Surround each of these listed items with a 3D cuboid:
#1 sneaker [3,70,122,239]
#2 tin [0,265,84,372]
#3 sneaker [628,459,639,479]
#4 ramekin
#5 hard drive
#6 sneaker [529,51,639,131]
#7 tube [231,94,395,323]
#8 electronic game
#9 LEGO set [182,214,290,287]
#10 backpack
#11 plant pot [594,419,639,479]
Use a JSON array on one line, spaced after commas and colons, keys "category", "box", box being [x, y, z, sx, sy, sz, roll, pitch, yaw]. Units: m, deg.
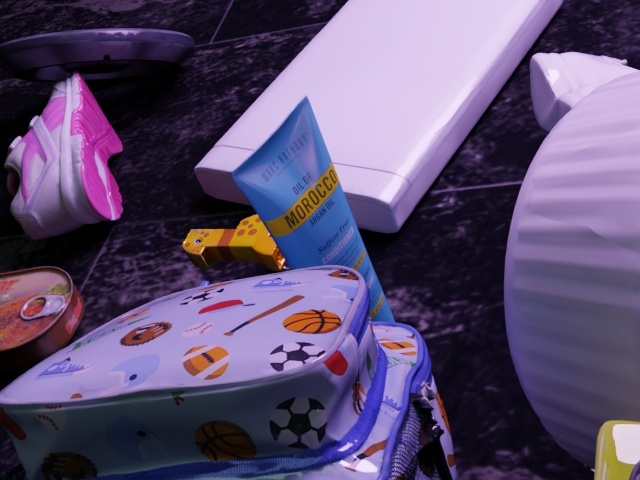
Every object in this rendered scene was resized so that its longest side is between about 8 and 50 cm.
[{"category": "sneaker", "box": [-0.282, -0.093, 1.062, 0.111, 0.103, 0.252, -23, 35, 5]}, {"category": "tin", "box": [-0.309, 0.078, 0.934, 0.189, 0.040, 0.106, -8, 45, 19]}, {"category": "sneaker", "box": [0.136, 0.157, 0.215, 0.129, 0.111, 0.297, 12, 52, 4]}, {"category": "ramekin", "box": [0.217, 0.022, 0.557, 0.127, 0.273, 0.273, 5, 46, 48]}, {"category": "hard drive", "box": [0.064, -0.158, 1.003, 0.233, 0.047, 0.353, 12, 50, 36]}, {"category": "sneaker", "box": [0.219, -0.085, 0.726, 0.094, 0.080, 0.212, -8, 38, 2]}, {"category": "tube", "box": [0.000, 0.000, 0.725, 0.052, 0.207, 0.080, 13, 53, 38]}, {"category": "electronic game", "box": [-0.260, -0.217, 1.152, 0.229, 0.048, 0.229, -5, 3, 0]}, {"category": "LEGO set", "box": [-0.071, 0.037, 0.816, 0.093, 0.087, 0.227, 0, 43, 27]}, {"category": "backpack", "box": [-0.044, 0.130, 0.576, 0.276, 0.213, 0.263, -4, 7, 15]}, {"category": "plant pot", "box": [0.203, 0.223, 0.359, 0.207, 0.228, 0.227, 1, 45, 18]}]
